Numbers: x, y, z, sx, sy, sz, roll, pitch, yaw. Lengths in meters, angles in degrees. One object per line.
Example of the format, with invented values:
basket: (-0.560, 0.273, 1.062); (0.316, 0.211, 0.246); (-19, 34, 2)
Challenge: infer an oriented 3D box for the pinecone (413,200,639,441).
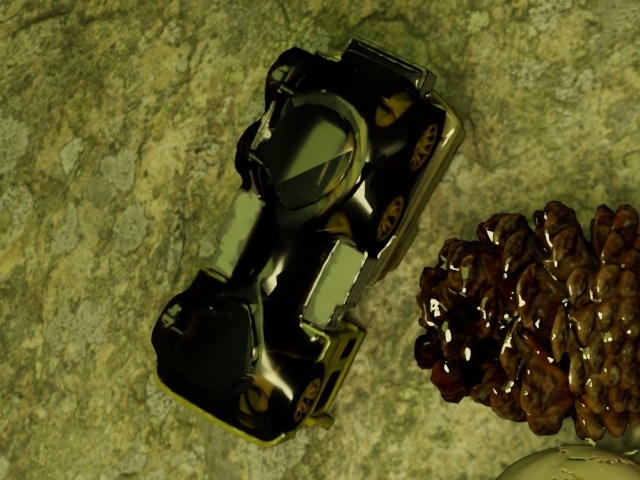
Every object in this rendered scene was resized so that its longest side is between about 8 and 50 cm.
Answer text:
pinecone: (0.210, 0.069, 1.462); (0.272, 0.224, 0.224); (12, 79, 41)

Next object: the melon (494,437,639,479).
melon: (0.213, 0.327, 1.356); (0.223, 0.223, 0.317); (11, 80, 35)

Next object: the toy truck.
toy truck: (0.000, 0.000, 1.606); (0.181, 0.254, 0.405); (28, 96, 21)
